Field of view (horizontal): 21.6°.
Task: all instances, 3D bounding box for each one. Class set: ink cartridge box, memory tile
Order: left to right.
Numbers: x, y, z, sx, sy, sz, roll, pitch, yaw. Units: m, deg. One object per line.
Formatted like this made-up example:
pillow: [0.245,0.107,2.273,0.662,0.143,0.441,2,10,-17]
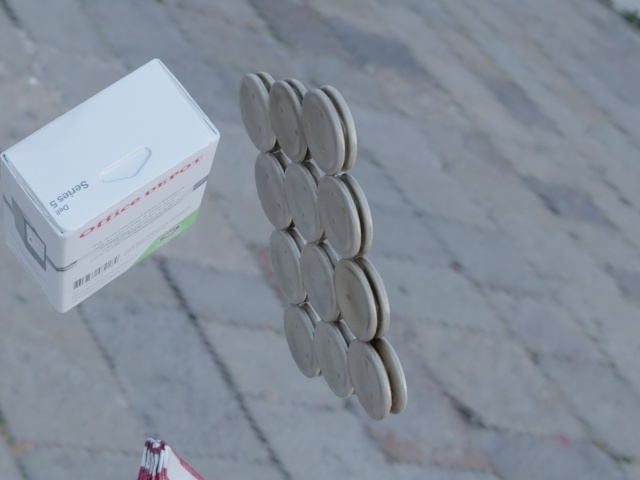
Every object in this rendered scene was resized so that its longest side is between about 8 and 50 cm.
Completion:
ink cartridge box: [-0.229,-0.053,1.789,0.198,0.273,0.115,-35,80,-19]
memory tile: [0.000,0.000,0.737,0.012,0.148,0.113,-16,15,-20]

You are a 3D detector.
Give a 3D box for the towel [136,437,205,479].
towel: [-0.168,0.418,1.912,0.237,0.037,0.329,57,35,-57]
